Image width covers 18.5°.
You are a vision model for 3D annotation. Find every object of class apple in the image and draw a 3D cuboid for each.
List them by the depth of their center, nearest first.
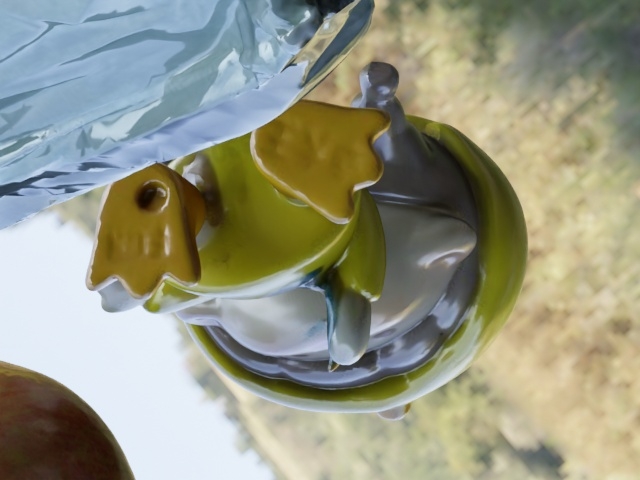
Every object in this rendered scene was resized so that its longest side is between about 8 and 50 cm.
[{"bbox_3d":[-0.205,0.159,1.093,0.164,0.209,0.209,8,-141,-56],"label":"apple"}]

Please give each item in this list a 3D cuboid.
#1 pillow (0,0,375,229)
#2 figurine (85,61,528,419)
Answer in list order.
[{"bbox_3d":[-0.106,-0.141,0.554,0.138,0.310,0.283,3,-105,-42],"label":"pillow"},{"bbox_3d":[0.000,0.000,1.096,0.344,0.215,0.187,36,-131,-74],"label":"figurine"}]
